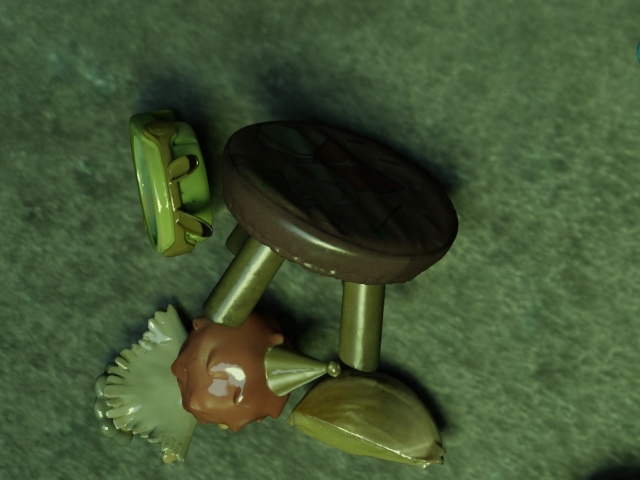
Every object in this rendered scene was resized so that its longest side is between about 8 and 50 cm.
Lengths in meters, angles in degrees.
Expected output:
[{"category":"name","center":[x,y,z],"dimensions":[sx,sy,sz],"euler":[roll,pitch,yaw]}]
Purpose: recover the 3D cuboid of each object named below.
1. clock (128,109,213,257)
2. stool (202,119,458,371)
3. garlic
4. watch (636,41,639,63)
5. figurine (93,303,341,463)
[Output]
[{"category":"clock","center":[-0.173,-0.064,1.374],"dimensions":[0.069,0.232,0.170],"euler":[-11,103,-14]},{"category":"stool","center":[0.000,0.000,1.298],"dimensions":[0.272,0.272,0.178],"euler":[29,120,12]},{"category":"garlic","center":[0.067,0.215,1.424],"dimensions":[0.195,0.101,0.087],"euler":[19,144,9]},{"category":"watch","center":[0.348,-0.330,1.097],"dimensions":[0.274,0.241,0.305],"euler":[46,120,22]},{"category":"figurine","center":[-0.128,0.169,1.467],"dimensions":[0.387,0.166,0.207],"euler":[-19,61,32]}]
